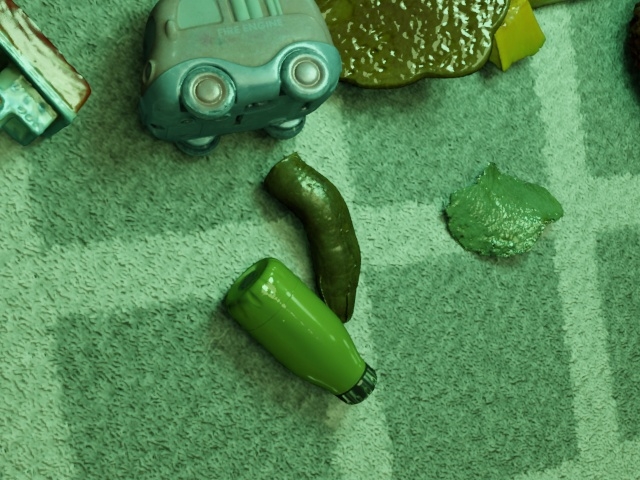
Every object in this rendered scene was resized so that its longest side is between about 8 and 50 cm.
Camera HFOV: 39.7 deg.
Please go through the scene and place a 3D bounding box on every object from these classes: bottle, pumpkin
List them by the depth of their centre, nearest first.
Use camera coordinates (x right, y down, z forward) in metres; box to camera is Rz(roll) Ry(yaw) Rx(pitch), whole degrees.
[{"bbox_3d":[-0.021,0.145,1.335,0.260,0.112,0.112,45,70,-17],"label":"bottle"},{"bbox_3d":[0.275,-0.409,1.514,0.131,0.126,0.248,-47,126,-28],"label":"pumpkin"}]

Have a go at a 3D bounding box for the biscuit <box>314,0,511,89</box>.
[{"bbox_3d":[0.098,-0.390,1.370,0.381,0.074,0.359,-26,93,7],"label":"biscuit"}]

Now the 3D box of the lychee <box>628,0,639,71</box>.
[{"bbox_3d":[0.728,-0.364,1.632,0.330,0.306,0.306,33,73,-8],"label":"lychee"}]

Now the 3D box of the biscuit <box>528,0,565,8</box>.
[{"bbox_3d":[0.452,-0.561,1.633,0.290,0.062,0.237,-16,95,-24],"label":"biscuit"}]

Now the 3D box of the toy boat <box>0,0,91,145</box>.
[{"bbox_3d":[-0.457,-0.254,1.121,0.332,0.145,0.133,48,62,-20],"label":"toy boat"}]

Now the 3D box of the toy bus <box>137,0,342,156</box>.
[{"bbox_3d":[-0.124,-0.265,1.256,0.294,0.197,0.232,-13,82,-14],"label":"toy bus"}]

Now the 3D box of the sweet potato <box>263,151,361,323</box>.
[{"bbox_3d":[0.000,-0.002,1.380,0.112,0.085,0.286,-16,108,8],"label":"sweet potato"}]

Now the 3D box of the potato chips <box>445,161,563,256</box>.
[{"bbox_3d":[0.325,-0.058,1.548,0.228,0.059,0.167,-34,93,-24],"label":"potato chips"}]
